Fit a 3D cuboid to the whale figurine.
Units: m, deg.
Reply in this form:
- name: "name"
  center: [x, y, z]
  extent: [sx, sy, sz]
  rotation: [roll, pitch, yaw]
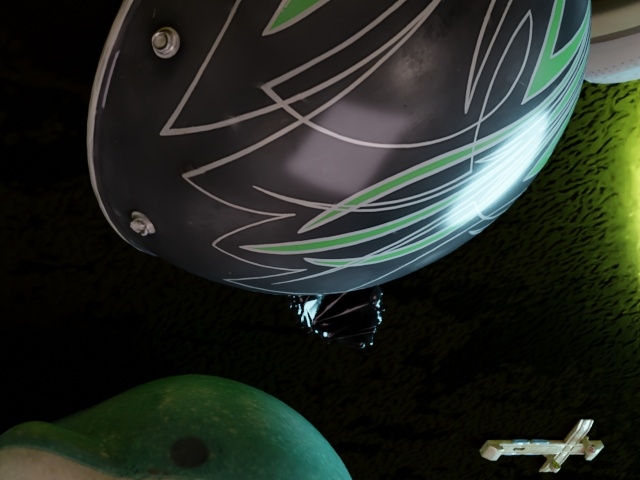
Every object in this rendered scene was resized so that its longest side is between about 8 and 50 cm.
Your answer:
- name: "whale figurine"
  center: [-0.112, 0.134, 0.716]
  extent: [0.272, 0.141, 0.216]
  rotation: [1, 141, 8]

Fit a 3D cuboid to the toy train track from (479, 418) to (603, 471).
- name: "toy train track"
  center: [0.129, 0.122, 0.890]
  extent: [0.083, 0.014, 0.048]
  rotation: [5, 133, -30]

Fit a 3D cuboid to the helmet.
- name: "helmet"
  center: [0.002, -0.065, 0.494]
  extent: [0.169, 0.161, 0.169]
  rotation: [-14, 140, -12]

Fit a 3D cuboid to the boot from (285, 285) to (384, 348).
- name: "boot"
  center: [0.001, 0.000, 0.617]
  extent: [0.045, 0.099, 0.121]
  rotation: [-24, 141, 2]

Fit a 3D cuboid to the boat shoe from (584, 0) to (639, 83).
- name: "boat shoe"
  center: [0.212, -0.137, 0.558]
  extent: [0.302, 0.113, 0.103]
  rotation: [-31, 135, 7]
